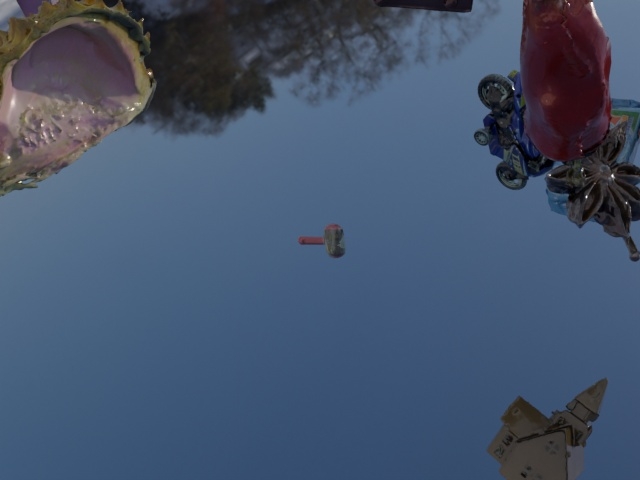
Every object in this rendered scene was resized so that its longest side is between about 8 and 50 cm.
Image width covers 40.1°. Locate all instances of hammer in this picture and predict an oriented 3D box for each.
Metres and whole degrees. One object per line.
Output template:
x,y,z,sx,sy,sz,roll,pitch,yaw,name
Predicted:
0.000,0.000,1.317,0.083,0.052,0.031,2,-165,36,hammer

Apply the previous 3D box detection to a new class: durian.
-0.315,-0.202,1.028,0.305,0.185,0.195,-28,168,-30,durian

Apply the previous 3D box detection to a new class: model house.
0.440,0.341,1.624,0.248,0.176,0.181,-56,156,10,model house

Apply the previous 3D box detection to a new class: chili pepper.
0.287,-0.178,1.030,0.110,0.387,0.110,-6,-113,16,chili pepper

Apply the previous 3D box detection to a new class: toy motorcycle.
0.449,-0.242,1.985,0.169,0.315,0.113,13,-135,42,toy motorcycle

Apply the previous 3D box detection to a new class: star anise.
0.435,-0.083,1.367,0.230,0.262,0.081,-4,162,-35,star anise

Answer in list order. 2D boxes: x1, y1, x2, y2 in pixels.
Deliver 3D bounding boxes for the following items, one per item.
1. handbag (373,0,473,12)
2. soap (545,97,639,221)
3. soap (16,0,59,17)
0.203,-0.532,1.648,0.216,0.203,0.074,7,-140,5,handbag
0.578,-0.177,1.840,0.156,0.077,0.293,9,-118,28,soap
-0.562,-0.595,1.821,0.081,0.181,0.259,-1,-131,13,soap
